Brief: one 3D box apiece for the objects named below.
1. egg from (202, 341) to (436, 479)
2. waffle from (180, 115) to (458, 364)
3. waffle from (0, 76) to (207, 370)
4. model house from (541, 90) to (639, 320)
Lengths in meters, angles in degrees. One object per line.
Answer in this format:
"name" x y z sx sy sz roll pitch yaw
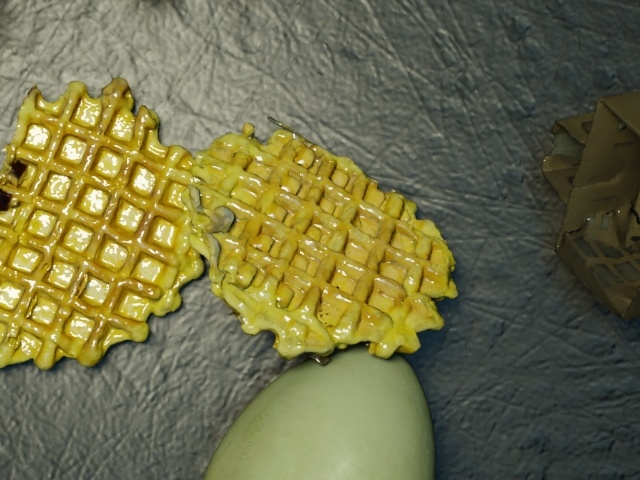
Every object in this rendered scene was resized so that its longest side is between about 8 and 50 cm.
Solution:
"egg" 0.003 0.232 1.406 0.218 0.218 0.296 23 73 -2
"waffle" -0.001 0.002 1.431 0.262 0.060 0.281 -7 57 -30
"waffle" -0.252 -0.017 1.474 0.309 0.065 0.283 -22 92 -8
"model house" 0.370 -0.065 1.460 0.243 0.204 0.211 -11 133 -25
